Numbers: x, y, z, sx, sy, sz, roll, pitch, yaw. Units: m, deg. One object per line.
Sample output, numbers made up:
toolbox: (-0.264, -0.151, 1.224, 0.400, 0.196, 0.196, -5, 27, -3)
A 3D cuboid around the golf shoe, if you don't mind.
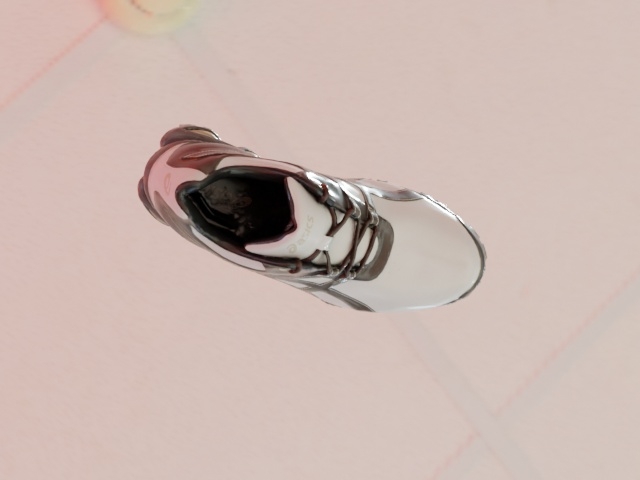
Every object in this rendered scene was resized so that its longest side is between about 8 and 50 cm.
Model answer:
golf shoe: (0.000, 0.000, 0.925, 0.198, 0.094, 0.077, 15, -81, -12)
